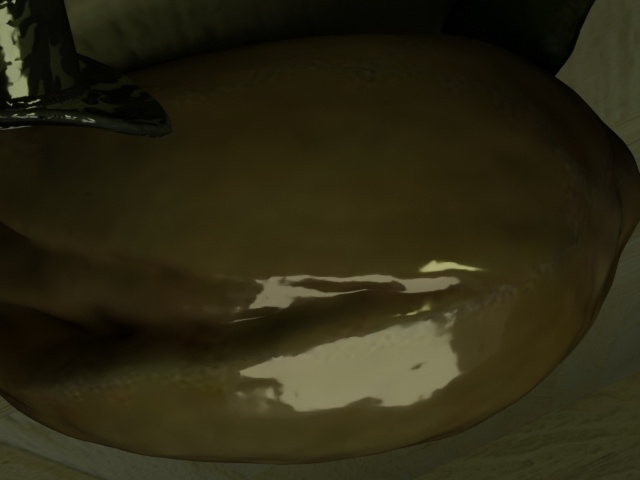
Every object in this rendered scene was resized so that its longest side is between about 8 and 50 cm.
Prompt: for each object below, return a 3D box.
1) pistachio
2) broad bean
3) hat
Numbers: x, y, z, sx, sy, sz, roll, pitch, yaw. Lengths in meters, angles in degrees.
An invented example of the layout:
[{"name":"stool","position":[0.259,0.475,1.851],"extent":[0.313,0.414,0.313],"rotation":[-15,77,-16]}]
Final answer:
[{"name":"pistachio","position":[0.000,0.000,0.645],"extent":[0.293,0.162,0.181],"rotation":[-10,-164,-21]},{"name":"broad bean","position":[0.086,-0.101,0.678],"extent":[0.061,0.046,0.195],"rotation":[-10,158,-10]},{"name":"hat","position":[-0.099,-0.058,0.495],"extent":[0.121,0.050,0.121],"rotation":[3,-162,-1]}]
